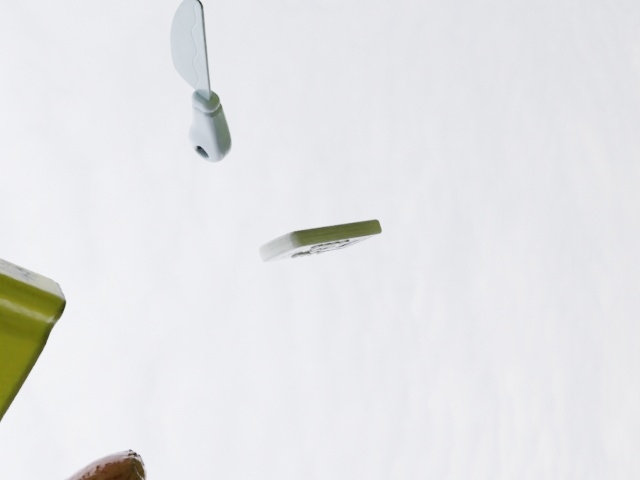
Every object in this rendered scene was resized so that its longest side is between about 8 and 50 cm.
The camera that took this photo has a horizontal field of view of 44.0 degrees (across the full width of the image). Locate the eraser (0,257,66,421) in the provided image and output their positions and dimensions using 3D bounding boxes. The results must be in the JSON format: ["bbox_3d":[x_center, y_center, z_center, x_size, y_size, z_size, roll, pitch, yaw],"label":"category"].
[{"bbox_3d":[-0.336,0.068,0.627,0.226,0.069,0.158,29,-89,-35],"label":"eraser"}]

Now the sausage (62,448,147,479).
[{"bbox_3d":[-0.406,0.392,0.982,0.419,0.094,0.094,-27,-48,-16],"label":"sausage"}]

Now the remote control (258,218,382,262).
[{"bbox_3d":[0.000,0.000,1.140,0.190,0.087,0.029,-8,-101,-47],"label":"remote control"}]

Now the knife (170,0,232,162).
[{"bbox_3d":[-0.174,-0.224,1.106,0.044,0.080,0.331,-48,-20,-24],"label":"knife"}]
